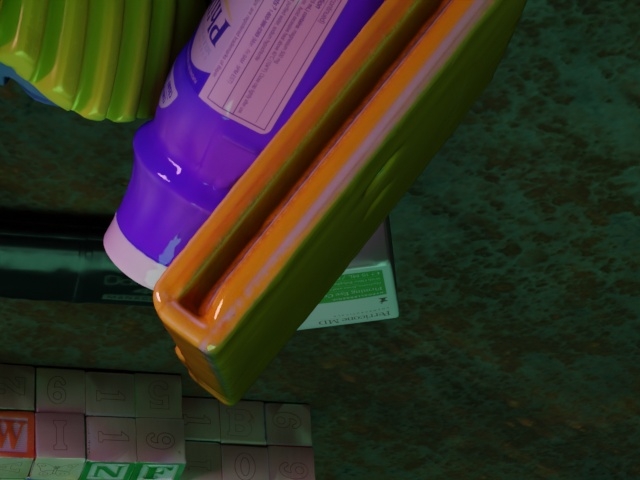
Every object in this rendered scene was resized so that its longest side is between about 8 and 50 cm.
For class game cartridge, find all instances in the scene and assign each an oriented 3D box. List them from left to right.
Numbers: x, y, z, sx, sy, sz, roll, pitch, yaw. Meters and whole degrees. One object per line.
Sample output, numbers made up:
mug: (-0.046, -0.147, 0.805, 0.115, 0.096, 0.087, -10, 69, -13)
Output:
game cartridge: (0.014, -0.038, 1.142, 0.052, 0.285, 0.324, 38, 171, 4)

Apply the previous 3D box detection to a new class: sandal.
sandal: (-0.207, -0.150, 1.145, 0.317, 0.126, 0.138, 13, -177, -40)

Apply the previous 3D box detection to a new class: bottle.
bottle: (-0.036, -0.096, 1.138, 0.092, 0.118, 0.283, 26, 115, -13)

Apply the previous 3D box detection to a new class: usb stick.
usb stick: (-0.124, 0.020, 1.489, 0.278, 0.045, 0.077, 4, 142, -13)

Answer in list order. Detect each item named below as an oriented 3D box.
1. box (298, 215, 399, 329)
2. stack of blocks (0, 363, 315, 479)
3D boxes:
box: (0.000, 0.000, 1.412, 0.101, 0.102, 0.087, -8, 151, 4)
stack of blocks: (-0.159, 0.193, 1.733, 0.297, 0.087, 0.171, 5, 148, -15)
